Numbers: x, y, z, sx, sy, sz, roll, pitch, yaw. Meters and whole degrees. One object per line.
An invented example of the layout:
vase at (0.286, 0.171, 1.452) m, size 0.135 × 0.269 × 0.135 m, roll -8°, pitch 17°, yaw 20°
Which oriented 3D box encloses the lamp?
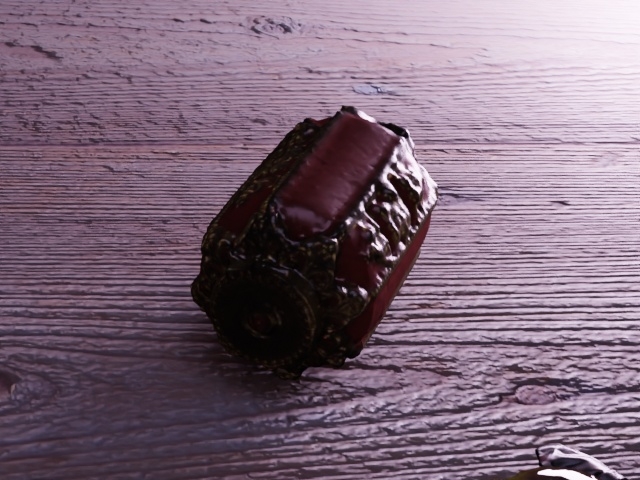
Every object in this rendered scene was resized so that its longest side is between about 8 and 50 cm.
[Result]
lamp at (0.000, 0.000, 1.448) m, size 0.177 × 0.177 × 0.274 m, roll 19°, pitch 36°, yaw 11°

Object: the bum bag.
bum bag at (0.227, 0.199, 1.341) m, size 0.124 × 0.034 × 0.058 m, roll 26°, pitch 24°, yaw 19°

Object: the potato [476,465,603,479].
potato at (0.090, 0.262, 1.042) m, size 0.301 × 0.237 × 0.289 m, roll 32°, pitch 40°, yaw 27°
